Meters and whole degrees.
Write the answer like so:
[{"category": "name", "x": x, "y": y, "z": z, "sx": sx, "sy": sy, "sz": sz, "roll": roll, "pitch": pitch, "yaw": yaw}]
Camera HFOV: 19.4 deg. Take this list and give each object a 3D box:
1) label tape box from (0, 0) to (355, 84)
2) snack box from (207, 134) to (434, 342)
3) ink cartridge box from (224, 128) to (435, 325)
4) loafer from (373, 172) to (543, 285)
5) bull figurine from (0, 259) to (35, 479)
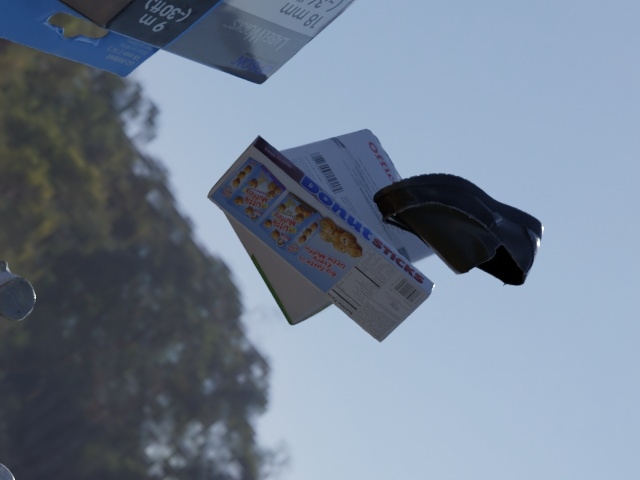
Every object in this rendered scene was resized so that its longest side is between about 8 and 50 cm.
[{"category": "label tape box", "x": -0.092, "y": -0.221, "z": 1.544, "sx": 0.241, "sy": 0.334, "sz": 0.106, "roll": 13, "pitch": 42, "yaw": -59}, {"category": "snack box", "x": 0.000, "y": 0.000, "z": 1.432, "sx": 0.178, "sy": 0.064, "sz": 0.022, "roll": 40, "pitch": 33, "yaw": -6}, {"category": "ink cartridge box", "x": 0.013, "y": -0.018, "z": 1.933, "sx": 0.160, "sy": 0.093, "sz": 0.219, "roll": 60, "pitch": 28, "yaw": 6}, {"category": "loafer", "x": 0.147, "y": -0.007, "z": 1.902, "sx": 0.220, "sy": 0.078, "sz": 0.080, "roll": 17, "pitch": -30, "yaw": -35}, {"category": "bull figurine", "x": -0.222, "y": 0.007, "z": 0.940, "sx": 0.188, "sy": 0.101, "sz": 0.310, "roll": -10, "pitch": -79, "yaw": 56}]
